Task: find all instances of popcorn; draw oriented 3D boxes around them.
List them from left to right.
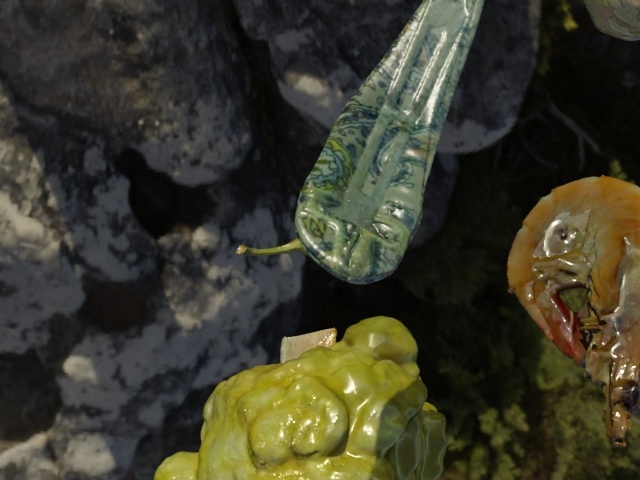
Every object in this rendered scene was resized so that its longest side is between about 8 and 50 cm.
[{"bbox_3d":[-0.007,0.195,0.871,0.241,0.235,0.250,-24,135,-39],"label":"popcorn"}]

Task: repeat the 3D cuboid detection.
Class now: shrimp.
[{"bbox_3d":[0.247,0.057,0.932,0.152,0.287,0.063,-3,144,22],"label":"shrimp"}]

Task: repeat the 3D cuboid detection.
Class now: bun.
[{"bbox_3d":[0.427,-0.327,1.239,0.193,0.178,0.128,-28,90,13],"label":"bun"}]

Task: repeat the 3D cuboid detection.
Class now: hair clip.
[{"bbox_3d":[0.046,-0.070,0.557,0.066,0.229,0.036,25,153,1],"label":"hair clip"}]

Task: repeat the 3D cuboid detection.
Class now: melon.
[{"bbox_3d":[-0.018,0.226,1.517,0.098,0.182,0.054,-16,142,27],"label":"melon"}]

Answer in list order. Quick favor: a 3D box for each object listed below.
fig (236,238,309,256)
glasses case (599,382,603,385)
[{"bbox_3d":[0.005,-0.014,1.027,0.166,0.093,0.093,11,121,3],"label":"fig"},{"bbox_3d":[0.403,0.072,1.122,0.122,0.075,0.314,-34,153,-34],"label":"glasses case"}]
